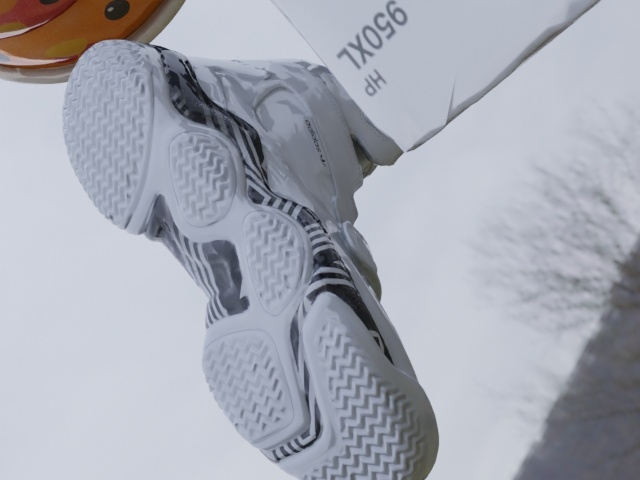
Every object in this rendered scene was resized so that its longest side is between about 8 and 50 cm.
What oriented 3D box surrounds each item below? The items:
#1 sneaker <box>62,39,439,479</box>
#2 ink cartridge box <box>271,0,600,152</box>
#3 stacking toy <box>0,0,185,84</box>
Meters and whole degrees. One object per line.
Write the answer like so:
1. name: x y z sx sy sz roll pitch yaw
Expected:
1. sneaker: 0.000 0.000 1.031 0.210 0.366 0.137 -13 -34 -44
2. ink cartridge box: 0.164 -0.247 0.662 0.395 0.166 0.285 -41 0 -36
3. stacking toy: -0.314 -0.285 1.232 0.350 0.351 0.480 -66 -10 15
